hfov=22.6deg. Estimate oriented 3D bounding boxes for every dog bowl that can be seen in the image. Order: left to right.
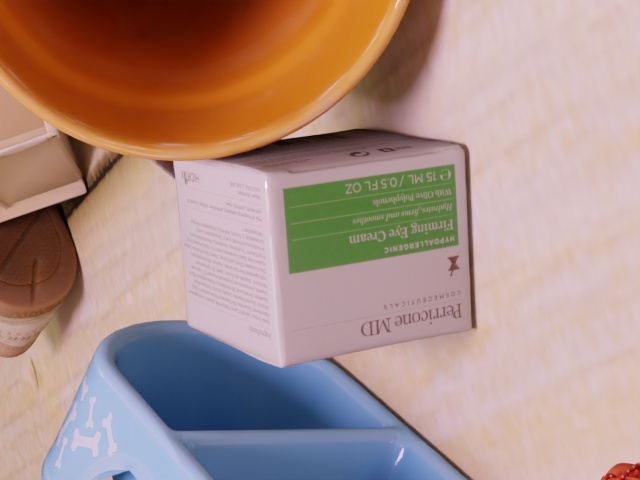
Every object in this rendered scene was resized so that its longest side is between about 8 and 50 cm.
[{"bbox_3d":[-0.021,0.121,0.751,0.297,0.166,0.074,36,118,54],"label":"dog bowl"}]

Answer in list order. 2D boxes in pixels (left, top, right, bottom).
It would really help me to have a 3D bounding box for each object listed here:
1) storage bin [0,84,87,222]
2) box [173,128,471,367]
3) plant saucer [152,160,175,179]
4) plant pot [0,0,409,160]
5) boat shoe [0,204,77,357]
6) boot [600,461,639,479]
[{"bbox_3d":[-0.329,-0.129,1.144,0.123,0.260,0.262,73,179,-72],"label":"storage bin"},{"bbox_3d":[0.000,0.000,0.726,0.102,0.101,0.087,17,114,60],"label":"box"},{"bbox_3d":[-0.101,-0.095,0.878,0.029,0.168,0.168,-40,52,11],"label":"plant saucer"},{"bbox_3d":[-0.073,-0.161,0.740,0.188,0.205,0.205,-120,29,-67],"label":"plant pot"},{"bbox_3d":[-0.295,-0.069,1.263,0.341,0.121,0.110,67,149,23],"label":"boat shoe"},{"bbox_3d":[0.127,0.097,0.561,0.084,0.059,0.158,-114,31,-42],"label":"boot"}]
